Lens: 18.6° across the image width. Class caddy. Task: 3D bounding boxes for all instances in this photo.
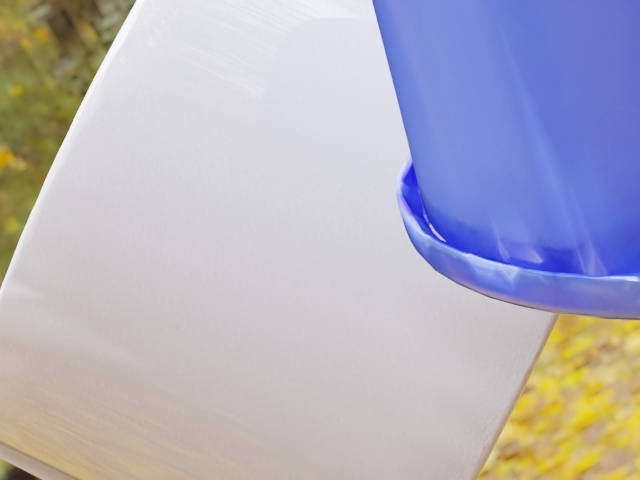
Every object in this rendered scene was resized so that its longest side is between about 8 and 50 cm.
[{"bbox_3d":[0.137,-0.090,0.503,0.241,0.179,0.341,-10,21,19],"label":"caddy"}]

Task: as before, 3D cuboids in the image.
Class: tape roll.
[{"bbox_3d":[0.000,0.000,0.733,0.246,0.169,0.246,25,-90,-88],"label":"tape roll"}]
